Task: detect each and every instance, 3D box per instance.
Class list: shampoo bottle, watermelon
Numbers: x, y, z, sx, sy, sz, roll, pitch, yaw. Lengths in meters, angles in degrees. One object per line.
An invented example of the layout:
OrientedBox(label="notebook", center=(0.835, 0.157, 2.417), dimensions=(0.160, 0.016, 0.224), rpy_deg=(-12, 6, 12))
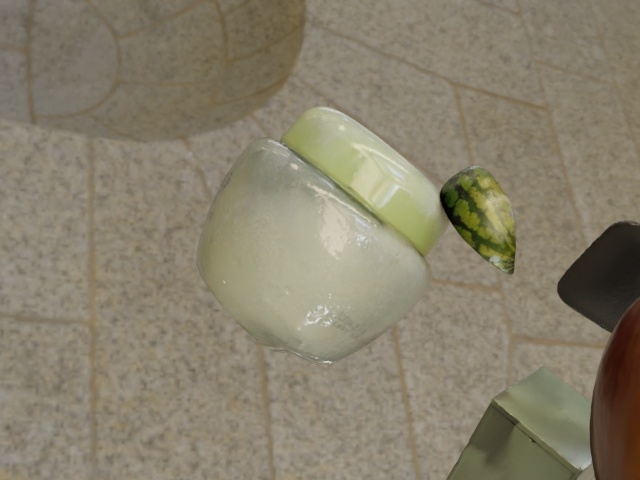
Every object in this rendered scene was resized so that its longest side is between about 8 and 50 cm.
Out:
OrientedBox(label="shampoo bottle", center=(0.000, 0.000, 1.312), dimensions=(0.317, 0.322, 0.322), rpy_deg=(-54, -146, 2))
OrientedBox(label="watermelon", center=(0.195, -0.036, 1.211), dimensions=(0.087, 0.069, 0.163), rpy_deg=(92, -21, -48))

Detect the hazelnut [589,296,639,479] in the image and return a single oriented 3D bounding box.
OrientedBox(label="hazelnut", center=(0.410, 0.193, 0.881), dimensions=(0.366, 0.366, 0.365), rpy_deg=(-22, -117, 56))

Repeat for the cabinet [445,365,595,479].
OrientedBox(label="cabinet", center=(0.288, 0.312, 1.289), dimensions=(0.145, 0.150, 0.206), rpy_deg=(39, -56, 26))

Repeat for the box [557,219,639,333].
OrientedBox(label="box", center=(0.479, 0.069, 1.395), dimensions=(0.042, 0.201, 0.212), rpy_deg=(-49, 170, -43))
